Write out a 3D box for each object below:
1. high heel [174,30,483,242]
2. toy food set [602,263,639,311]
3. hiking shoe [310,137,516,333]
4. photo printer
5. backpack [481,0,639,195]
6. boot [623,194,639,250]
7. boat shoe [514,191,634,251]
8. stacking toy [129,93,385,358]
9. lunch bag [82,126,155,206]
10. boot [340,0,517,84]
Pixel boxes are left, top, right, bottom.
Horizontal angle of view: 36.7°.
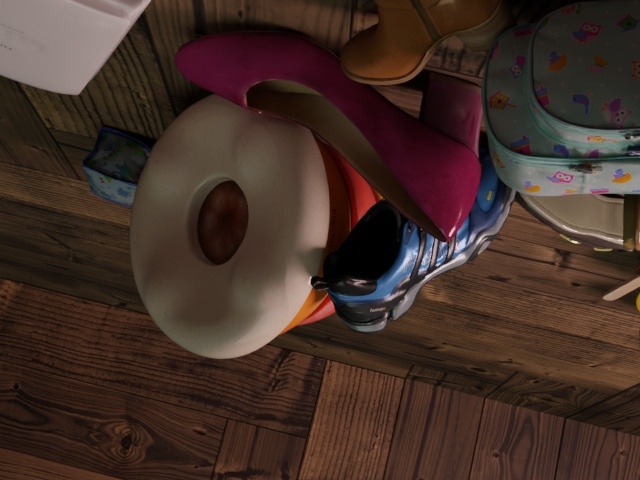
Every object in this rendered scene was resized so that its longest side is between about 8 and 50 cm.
[{"bbox_3d":[-0.002,-0.123,1.098,0.377,0.181,0.127,11,163,10],"label":"high heel"},{"bbox_3d":[0.542,0.062,1.461,0.217,0.071,0.128,20,139,-23],"label":"toy food set"},{"bbox_3d":[0.126,-0.018,1.166,0.113,0.304,0.132,37,170,32],"label":"hiking shoe"},{"bbox_3d":[-0.338,-0.267,1.044,0.256,0.107,0.307,22,162,-22],"label":"photo printer"},{"bbox_3d":[0.238,-0.127,0.875,0.188,0.166,0.144,-5,158,19],"label":"backpack"},{"bbox_3d":[0.449,-0.057,0.934,0.269,0.236,0.089,7,125,31],"label":"boot"},{"bbox_3d":[0.334,-0.035,1.273,0.227,0.081,0.068,19,159,-24],"label":"boat shoe"},{"bbox_3d":[0.000,0.000,1.396,0.350,0.351,0.479,0,173,41],"label":"stacking toy"},{"bbox_3d":[-0.294,-0.105,1.559,0.151,0.096,0.129,24,163,2],"label":"lunch bag"},{"bbox_3d":[0.071,-0.223,0.911,0.197,0.073,0.152,-12,152,33],"label":"boot"}]
